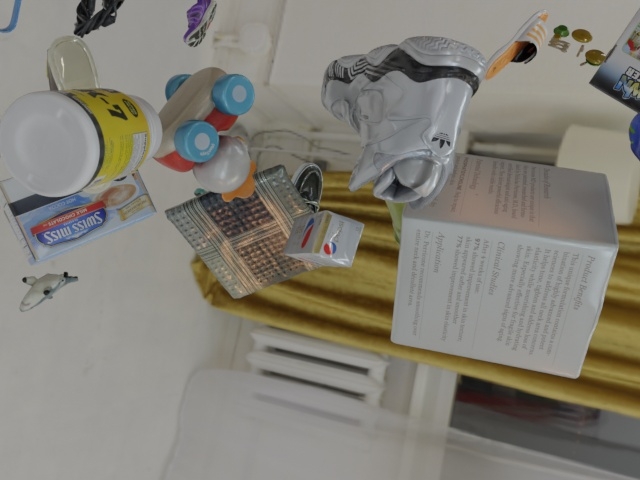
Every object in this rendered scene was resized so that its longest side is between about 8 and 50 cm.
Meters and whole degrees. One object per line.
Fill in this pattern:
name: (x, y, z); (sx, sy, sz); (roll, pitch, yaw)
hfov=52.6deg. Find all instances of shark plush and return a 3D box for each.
shark plush: (-0.626, 0.108, 1.488); (0.161, 0.073, 0.067); (-61, 172, -68)

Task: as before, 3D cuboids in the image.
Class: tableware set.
tableware set: (0.599, -0.442, 1.480); (0.104, 0.154, 0.024); (-57, 163, -30)

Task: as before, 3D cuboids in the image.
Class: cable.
cable: (-0.448, -0.492, 1.328); (0.047, 0.151, 0.184); (29, 45, -43)

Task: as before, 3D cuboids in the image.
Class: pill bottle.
pill bottle: (-0.285, -0.129, 0.807); (0.208, 0.119, 0.119); (-56, 148, -73)

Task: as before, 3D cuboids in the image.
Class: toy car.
toy car: (-0.196, -0.183, 1.244); (0.210, 0.219, 0.238); (-56, 130, -16)

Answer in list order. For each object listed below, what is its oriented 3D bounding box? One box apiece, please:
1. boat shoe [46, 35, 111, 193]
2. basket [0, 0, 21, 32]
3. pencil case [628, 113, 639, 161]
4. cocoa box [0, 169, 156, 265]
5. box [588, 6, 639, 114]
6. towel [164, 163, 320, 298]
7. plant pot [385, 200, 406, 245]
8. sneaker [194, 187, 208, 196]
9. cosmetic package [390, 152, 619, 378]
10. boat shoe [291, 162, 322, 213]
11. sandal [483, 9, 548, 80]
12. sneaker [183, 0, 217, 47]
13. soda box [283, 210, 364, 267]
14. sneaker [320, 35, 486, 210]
boat shoe: (-0.511, -0.264, 1.380); (0.117, 0.097, 0.324); (-16, 108, -24)
basket: (-0.757, -0.626, 1.417); (0.255, 0.201, 0.288); (8, 106, -56)
pencil case: (0.635, -0.105, 1.127); (0.119, 0.133, 0.306); (25, 48, -39)
cocoa box: (-0.676, -0.100, 1.796); (0.347, 0.231, 0.227); (-26, 97, -27)
box: (0.320, -0.112, 0.471); (0.036, 0.207, 0.114); (-27, 150, -50)
towel: (-0.155, -0.015, 1.553); (0.056, 0.312, 0.324); (-95, 160, -50)
plant pot: (0.294, -0.154, 1.962); (0.254, 0.276, 0.276); (55, 45, -29)
sneaker: (-0.281, -0.065, 1.681); (0.076, 0.065, 0.166); (-42, 127, -5)
cosmetic package: (0.379, 0.037, 1.386); (0.327, 0.394, 0.329); (-61, 158, -55)
boat shoe: (-0.052, -0.102, 2.201); (0.121, 0.119, 0.335); (16, 86, -26)
sandal: (0.547, -0.512, 1.761); (0.265, 0.076, 0.102); (-45, 159, -11)
sneaker: (-0.345, -0.604, 1.792); (0.068, 0.071, 0.169); (115, -6, -60)
soda box: (0.000, 0.000, 1.079); (0.216, 0.069, 0.073); (175, -66, -75)
sneaker: (0.086, -0.162, 0.958); (0.137, 0.366, 0.210); (14, 88, -26)
